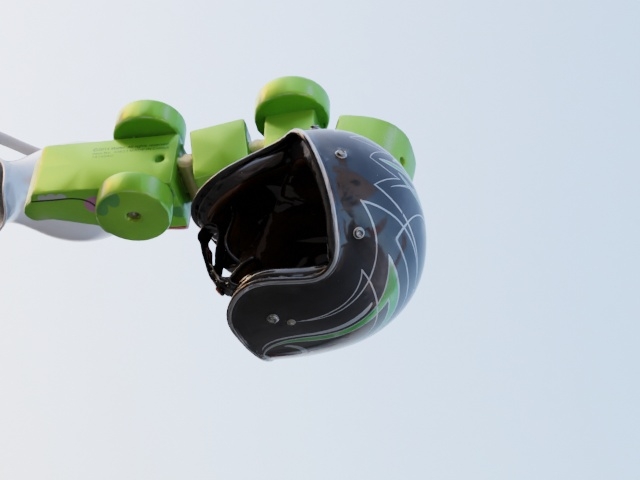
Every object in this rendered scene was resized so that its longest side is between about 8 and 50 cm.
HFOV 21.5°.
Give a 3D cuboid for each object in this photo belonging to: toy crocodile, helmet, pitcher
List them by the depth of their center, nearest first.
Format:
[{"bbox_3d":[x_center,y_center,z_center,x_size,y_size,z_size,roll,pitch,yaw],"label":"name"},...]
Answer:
[{"bbox_3d":[0.000,0.000,1.246,0.169,0.161,0.169,59,8,-14],"label":"helmet"},{"bbox_3d":[-0.089,-0.057,1.456,0.340,0.115,0.105,-8,-43,8],"label":"toy crocodile"},{"bbox_3d":[-0.337,-0.079,2.080,0.125,0.207,0.178,-56,-128,35],"label":"pitcher"}]
